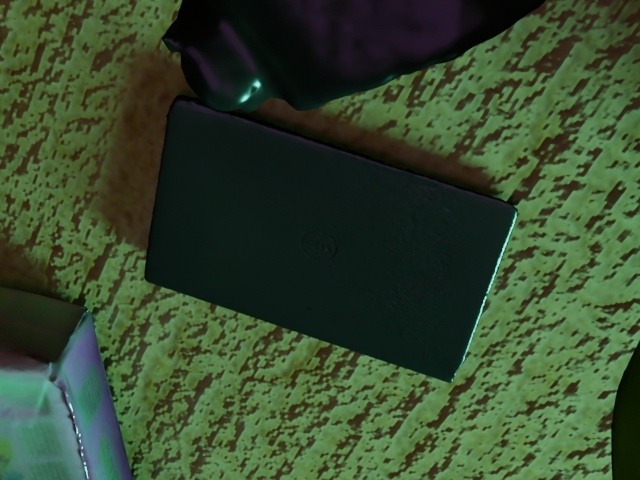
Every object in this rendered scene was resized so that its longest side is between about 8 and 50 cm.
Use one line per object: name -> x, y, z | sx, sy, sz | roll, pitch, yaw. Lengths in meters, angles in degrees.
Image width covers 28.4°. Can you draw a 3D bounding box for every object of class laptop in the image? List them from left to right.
laptop -> 0.000, 0.000, 0.707 | 0.197, 0.016, 0.135 | 19, 128, 4

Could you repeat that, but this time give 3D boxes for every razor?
razor -> -0.040, -0.209, 0.505 | 0.189, 0.107, 0.327 | -18, 118, 29

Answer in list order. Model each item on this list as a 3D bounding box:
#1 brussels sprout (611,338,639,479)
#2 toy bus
brussels sprout -> 0.289, 0.047, 0.472 | 0.289, 0.281, 0.355 | 34, 109, 16
toy bus -> -0.187, 0.157, 0.840 | 0.112, 0.090, 0.274 | 0, 125, 12
